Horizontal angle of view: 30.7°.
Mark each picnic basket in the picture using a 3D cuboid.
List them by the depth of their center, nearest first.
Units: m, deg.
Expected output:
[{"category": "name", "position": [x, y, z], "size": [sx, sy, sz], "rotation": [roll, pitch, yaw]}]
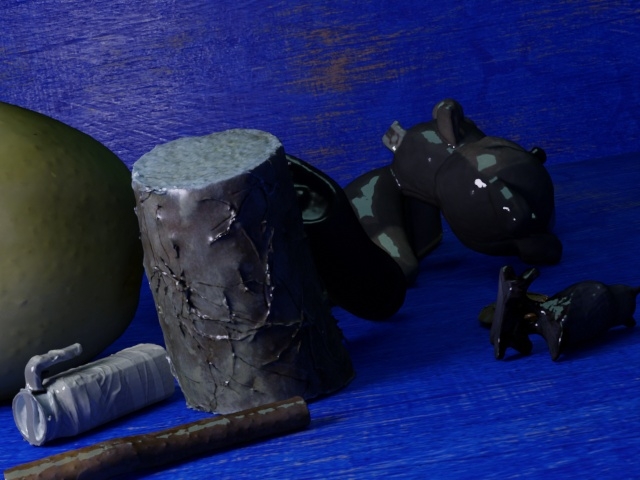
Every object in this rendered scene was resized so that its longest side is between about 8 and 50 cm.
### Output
[{"category": "picnic basket", "position": [0.146, -0.049, 2.331], "size": [0.139, 0.165, 0.266], "rotation": [-6, 9, 19]}]

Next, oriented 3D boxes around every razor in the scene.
[{"category": "razor", "position": [-0.001, 0.002, 1.668], "size": [0.204, 0.113, 0.349], "rotation": [30, -10, 30]}]

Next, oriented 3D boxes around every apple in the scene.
[{"category": "apple", "position": [-0.475, 0.015, 1.634], "size": [0.473, 0.474, 0.473], "rotation": [-9, 8, 1]}]

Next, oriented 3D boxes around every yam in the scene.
[{"category": "yam", "position": [-0.166, 0.216, 1.224], "size": [0.326, 0.045, 0.045], "rotation": [-12, 31, -22]}, {"category": "yam", "position": [-0.097, 0.046, 1.435], "size": [0.241, 0.348, 0.241], "rotation": [-14, 18, 5]}]

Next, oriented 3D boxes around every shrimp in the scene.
[{"category": "shrimp", "position": [0.286, 0.098, 1.593], "size": [0.091, 0.043, 0.184], "rotation": [-23, 7, -32]}]

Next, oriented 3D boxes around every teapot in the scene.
[{"category": "teapot", "position": [-0.279, 0.173, 1.431], "size": [0.077, 0.107, 0.200], "rotation": [2, 13, 41]}]

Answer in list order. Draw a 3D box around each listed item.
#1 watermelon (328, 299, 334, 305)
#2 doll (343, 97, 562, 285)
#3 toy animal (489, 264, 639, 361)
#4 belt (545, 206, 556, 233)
[{"category": "watermelon", "position": [-0.028, 0.032, 2.028], "size": [0.136, 0.207, 0.202], "rotation": [16, -12, -7]}, {"category": "doll", "position": [0.237, -0.041, 2.061], "size": [0.252, 0.378, 0.382], "rotation": [31, 14, -42]}, {"category": "toy animal", "position": [0.317, 0.090, 1.427], "size": [0.210, 0.121, 0.117], "rotation": [-4, 26, -14]}, {"category": "belt", "position": [0.377, -0.055, 2.338], "size": [0.184, 0.105, 0.261], "rotation": [-5, 8, 12]}]
